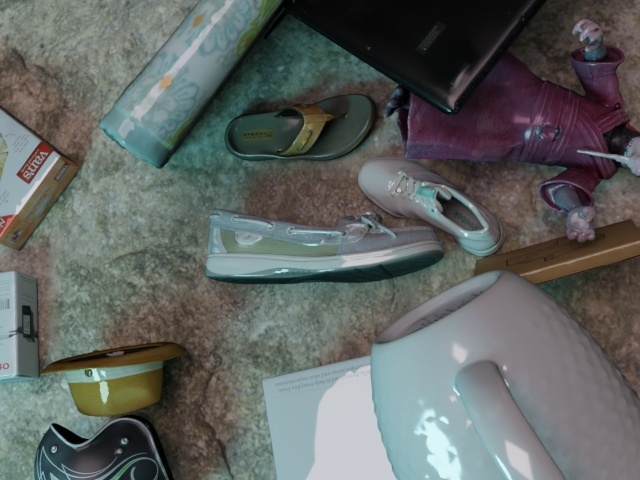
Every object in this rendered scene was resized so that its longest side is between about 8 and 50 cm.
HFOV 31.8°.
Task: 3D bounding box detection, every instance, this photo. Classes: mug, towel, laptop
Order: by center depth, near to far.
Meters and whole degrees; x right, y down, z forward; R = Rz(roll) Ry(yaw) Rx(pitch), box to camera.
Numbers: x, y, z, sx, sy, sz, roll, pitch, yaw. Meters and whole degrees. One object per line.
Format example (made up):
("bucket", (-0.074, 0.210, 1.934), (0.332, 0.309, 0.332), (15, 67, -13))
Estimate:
("mug", (0.206, 0.214, 1.157), (0.276, 0.374, 0.328), (-30, 93, 4))
("laptop", (0.147, -0.358, 1.404), (0.408, 0.236, 0.382), (37, 87, 26))
("towel", (-0.148, -0.238, 1.433), (0.090, 0.374, 0.320), (36, 88, -8))

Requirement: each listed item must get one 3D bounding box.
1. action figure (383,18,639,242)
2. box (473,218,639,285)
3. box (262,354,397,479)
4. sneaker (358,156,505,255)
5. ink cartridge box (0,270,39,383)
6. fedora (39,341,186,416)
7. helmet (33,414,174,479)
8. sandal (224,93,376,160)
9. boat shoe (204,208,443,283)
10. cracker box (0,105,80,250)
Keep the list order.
("action figure", (0.265, -0.134, 1.396), (0.370, 0.276, 0.248), (19, 88, 0))
("box", (0.282, 0.020, 1.345), (0.201, 0.164, 0.021), (-17, 97, 12))
("box", (0.041, 0.245, 1.381), (0.181, 0.119, 0.181), (-13, 74, 13))
("sneaker", (0.137, -0.057, 1.438), (0.212, 0.094, 0.080), (28, 87, 21))
("ink cartridge box", (-0.461, 0.127, 1.585), (0.109, 0.063, 0.150), (-8, 75, 14))
("fedora", (-0.266, 0.183, 1.464), (0.194, 0.194, 0.079), (-9, 91, 14))
("helmet", (-0.280, 0.299, 1.439), (0.162, 0.169, 0.169), (-22, 71, -8))
("sandal", (-0.033, -0.156, 1.529), (0.219, 0.060, 0.090), (-2, 77, 16))
("boat shoe", (0.000, 0.000, 1.456), (0.321, 0.118, 0.103), (-4, 80, 22))
("cracker box", (-0.488, -0.114, 1.649), (0.232, 0.067, 0.155), (35, 89, 20))
